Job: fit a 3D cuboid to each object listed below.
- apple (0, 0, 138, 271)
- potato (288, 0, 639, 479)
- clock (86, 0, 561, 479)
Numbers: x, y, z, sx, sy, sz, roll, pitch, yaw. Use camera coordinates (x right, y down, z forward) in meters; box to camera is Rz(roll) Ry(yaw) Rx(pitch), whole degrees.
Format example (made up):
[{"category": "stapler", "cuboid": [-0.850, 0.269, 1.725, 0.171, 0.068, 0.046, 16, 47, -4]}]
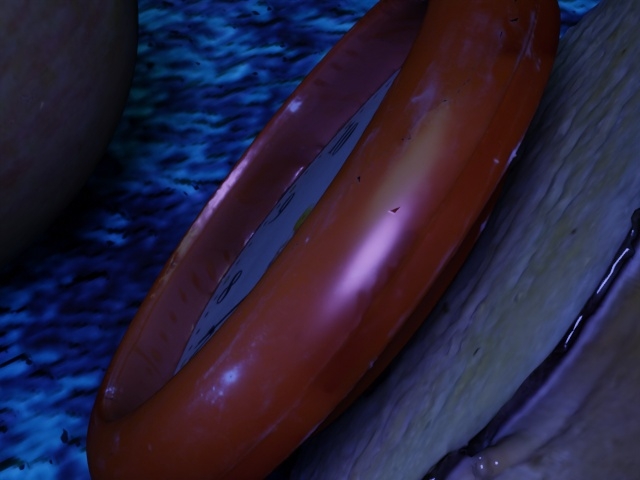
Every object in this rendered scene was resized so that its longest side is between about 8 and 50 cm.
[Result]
[{"category": "apple", "cuboid": [-0.203, -0.077, 0.524, 0.234, 0.257, 0.257, -43, 49, -18]}, {"category": "potato", "cuboid": [0.086, 0.032, 0.423, 0.182, 0.117, 0.202, -36, 23, 56]}, {"category": "clock", "cuboid": [0.000, 0.000, 0.454, 0.205, 0.051, 0.205, -50, 14, 17]}]
